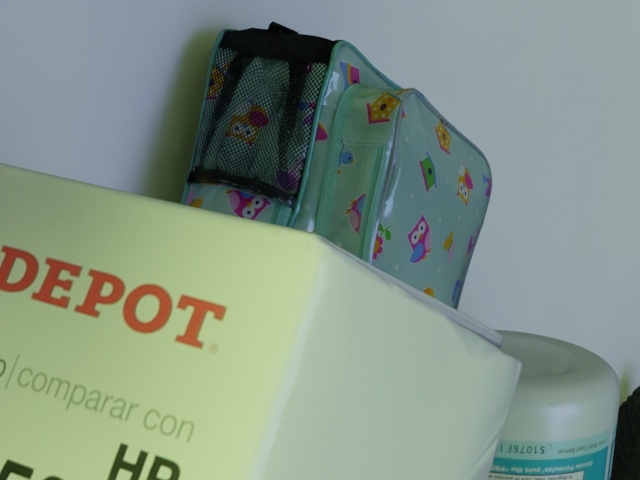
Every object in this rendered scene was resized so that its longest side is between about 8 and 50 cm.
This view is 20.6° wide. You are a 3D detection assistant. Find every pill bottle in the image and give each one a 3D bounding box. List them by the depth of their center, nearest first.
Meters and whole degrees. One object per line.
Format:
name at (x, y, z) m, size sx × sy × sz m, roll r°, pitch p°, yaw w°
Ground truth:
pill bottle at (0.113, 0.201, 1.167) m, size 0.146 × 0.146 × 0.264 m, roll -13°, pitch 112°, yaw -53°

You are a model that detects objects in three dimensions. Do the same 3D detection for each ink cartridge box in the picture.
ink cartridge box at (-0.131, 0.174, 0.684) m, size 0.166 × 0.285 × 0.395 m, roll 32°, pitch 75°, yaw -54°

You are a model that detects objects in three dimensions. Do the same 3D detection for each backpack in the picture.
backpack at (0.000, 0.000, 0.942) m, size 0.166 × 0.144 × 0.188 m, roll 35°, pitch 75°, yaw -60°

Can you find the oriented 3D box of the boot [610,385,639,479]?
boot at (0.315, 0.206, 1.522) m, size 0.208 × 0.076 × 0.189 m, roll 9°, pitch 108°, yaw -49°
